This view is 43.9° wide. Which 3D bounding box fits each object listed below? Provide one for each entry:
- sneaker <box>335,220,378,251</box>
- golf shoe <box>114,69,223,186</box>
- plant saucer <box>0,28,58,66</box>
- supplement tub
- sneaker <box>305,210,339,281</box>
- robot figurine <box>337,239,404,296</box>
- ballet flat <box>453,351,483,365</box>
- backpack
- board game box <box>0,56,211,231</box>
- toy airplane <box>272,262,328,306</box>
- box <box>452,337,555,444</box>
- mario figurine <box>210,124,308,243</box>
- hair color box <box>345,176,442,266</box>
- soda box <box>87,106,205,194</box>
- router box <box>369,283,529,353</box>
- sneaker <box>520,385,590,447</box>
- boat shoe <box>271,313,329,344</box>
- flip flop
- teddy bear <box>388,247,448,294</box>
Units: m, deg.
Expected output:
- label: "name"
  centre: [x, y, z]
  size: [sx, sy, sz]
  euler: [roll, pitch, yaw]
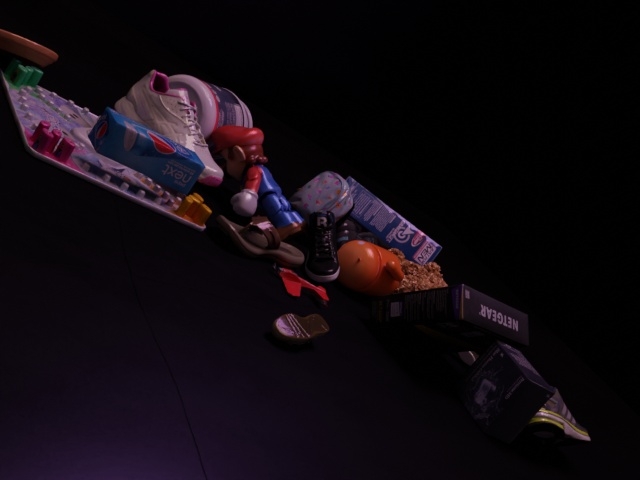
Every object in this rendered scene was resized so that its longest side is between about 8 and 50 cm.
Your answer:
- label: "sneaker"
  centre: [0.095, 0.028, 2.202]
  size: [0.267, 0.101, 0.106]
  euler: [24, 44, -61]
- label: "golf shoe"
  centre: [-0.302, -0.239, 1.671]
  size: [0.306, 0.140, 0.115]
  euler: [43, 12, 16]
- label: "plant saucer"
  centre: [-0.650, -0.404, 1.651]
  size: [0.200, 0.037, 0.200]
  euler: [19, 1, 0]
- label: "supplement tub"
  centre: [-0.304, -0.307, 2.023]
  size: [0.191, 0.191, 0.272]
  euler: [40, 13, 14]
- label: "sneaker"
  centre: [0.000, 0.000, 1.844]
  size: [0.079, 0.121, 0.217]
  euler: [-3, 26, -2]
- label: "robot figurine"
  centre: [0.118, 0.069, 1.963]
  size: [0.158, 0.128, 0.219]
  euler: [45, 15, 35]
- label: "ballet flat"
  centre: [0.425, 0.322, 2.056]
  size: [0.247, 0.083, 0.087]
  euler: [37, 36, 2]
- label: "backpack"
  centre: [0.000, -0.090, 2.063]
  size: [0.152, 0.182, 0.115]
  euler: [49, -7, 31]
- label: "board game box"
  centre: [-0.433, -0.199, 1.603]
  size: [0.390, 0.050, 0.390]
  euler: [27, 16, -40]
- label: "toy airplane"
  centre: [-0.039, 0.093, 1.676]
  size: [0.151, 0.028, 0.151]
  euler: [35, 11, -8]
- label: "box"
  centre: [0.395, 0.326, 1.730]
  size: [0.093, 0.156, 0.158]
  euler: [29, 15, -30]
- label: "mario figurine"
  centre: [-0.171, -0.126, 1.893]
  size: [0.320, 0.170, 0.198]
  euler: [59, -22, 6]
- label: "hair color box"
  centre: [0.179, -0.023, 2.378]
  size: [0.347, 0.105, 0.174]
  euler: [38, -18, 6]
- label: "soda box"
  centre: [-0.325, -0.167, 1.495]
  size: [0.210, 0.071, 0.067]
  euler: [26, 17, -43]
- label: "router box"
  centre: [0.297, 0.186, 1.814]
  size: [0.309, 0.243, 0.081]
  euler: [24, 63, -46]
- label: "sneaker"
  centre: [0.537, 0.401, 1.819]
  size: [0.300, 0.111, 0.121]
  euler: [37, 45, -51]
- label: "boat shoe"
  centre: [-0.042, 0.162, 1.404]
  size: [0.056, 0.048, 0.153]
  euler: [54, 24, 17]
- label: "flip flop"
  centre: [-0.120, -0.009, 1.703]
  size: [0.277, 0.080, 0.112]
  euler: [23, 19, -49]
- label: "teddy bear"
  centre: [0.303, 0.146, 2.169]
  size: [0.338, 0.113, 0.245]
  euler: [44, 23, 4]
